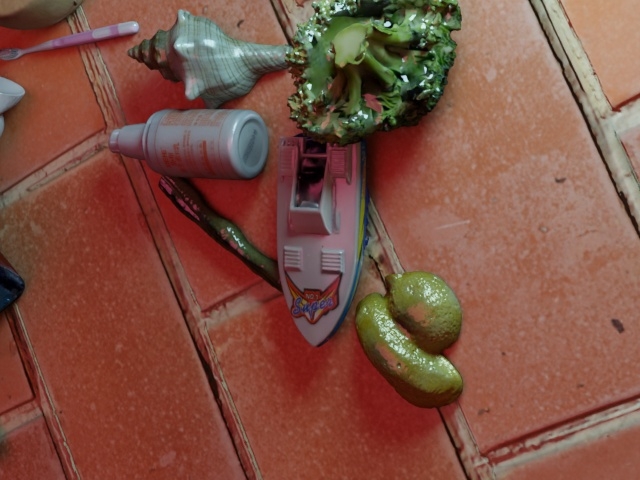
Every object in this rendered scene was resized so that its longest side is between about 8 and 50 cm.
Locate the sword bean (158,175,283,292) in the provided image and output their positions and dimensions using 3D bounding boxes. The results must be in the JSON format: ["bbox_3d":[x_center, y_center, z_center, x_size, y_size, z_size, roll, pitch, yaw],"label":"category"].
[{"bbox_3d":[-0.135,-0.010,1.628,0.269,0.038,0.043,39,144,21],"label":"sword bean"}]

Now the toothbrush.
[{"bbox_3d":[-0.405,-0.313,1.766,0.286,0.025,0.020,-5,91,28],"label":"toothbrush"}]

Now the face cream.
[{"bbox_3d":[-0.204,-0.141,1.621,0.252,0.101,0.101,4,95,28],"label":"face cream"}]

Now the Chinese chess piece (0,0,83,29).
[{"bbox_3d":[-0.464,-0.463,1.747,0.273,0.102,0.273,1,92,30],"label":"Chinese chess piece"}]

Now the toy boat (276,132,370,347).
[{"bbox_3d":[0.000,0.000,1.523,0.129,0.088,0.295,4,94,28],"label":"toy boat"}]

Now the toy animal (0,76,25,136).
[{"bbox_3d":[-0.574,-0.163,1.813,0.104,0.131,0.220,31,110,9],"label":"toy animal"}]

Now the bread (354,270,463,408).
[{"bbox_3d":[0.125,0.131,1.480,0.149,0.065,0.187,-37,73,20],"label":"bread"}]

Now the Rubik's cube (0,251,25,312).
[{"bbox_3d":[-0.711,0.033,1.736,0.313,0.318,0.316,-42,72,-5],"label":"Rubik's cube"}]

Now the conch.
[{"bbox_3d":[-0.170,-0.248,1.595,0.234,0.114,0.137,28,119,19],"label":"conch"}]

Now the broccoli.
[{"bbox_3d":[0.069,-0.231,1.429,0.226,0.176,0.198,-30,83,42],"label":"broccoli"}]
